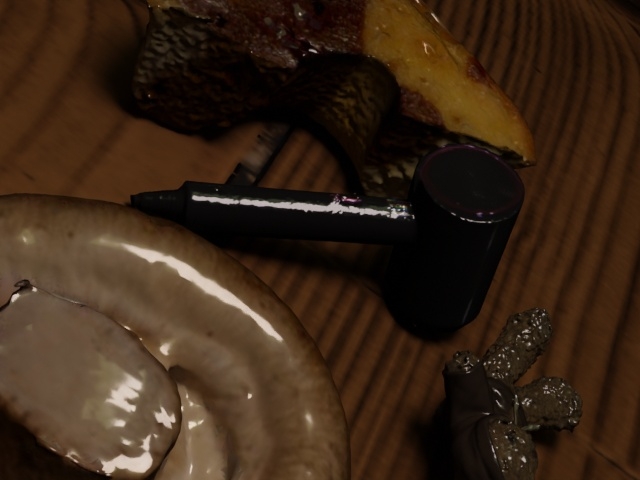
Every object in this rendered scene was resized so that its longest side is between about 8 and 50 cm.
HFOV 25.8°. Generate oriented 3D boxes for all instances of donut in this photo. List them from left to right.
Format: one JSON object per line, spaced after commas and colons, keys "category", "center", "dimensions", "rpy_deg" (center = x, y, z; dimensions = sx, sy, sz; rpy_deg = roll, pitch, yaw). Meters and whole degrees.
{"category": "donut", "center": [-0.006, -0.122, 0.979], "dimensions": [0.295, 0.112, 0.151], "rpy_deg": [21, 40, -25]}

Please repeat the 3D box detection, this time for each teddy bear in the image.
{"category": "teddy bear", "center": [0.106, 0.113, 0.877], "dimensions": [0.160, 0.078, 0.119], "rpy_deg": [-50, 124, -58]}

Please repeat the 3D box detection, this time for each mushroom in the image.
{"category": "mushroom", "center": [-0.115, 0.105, 0.629], "dimensions": [0.278, 0.146, 0.278], "rpy_deg": [9, 56, -13]}

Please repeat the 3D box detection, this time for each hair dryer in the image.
{"category": "hair dryer", "center": [0.000, -0.001, 0.902], "dimensions": [0.248, 0.114, 0.070], "rpy_deg": [2, 43, -14]}
